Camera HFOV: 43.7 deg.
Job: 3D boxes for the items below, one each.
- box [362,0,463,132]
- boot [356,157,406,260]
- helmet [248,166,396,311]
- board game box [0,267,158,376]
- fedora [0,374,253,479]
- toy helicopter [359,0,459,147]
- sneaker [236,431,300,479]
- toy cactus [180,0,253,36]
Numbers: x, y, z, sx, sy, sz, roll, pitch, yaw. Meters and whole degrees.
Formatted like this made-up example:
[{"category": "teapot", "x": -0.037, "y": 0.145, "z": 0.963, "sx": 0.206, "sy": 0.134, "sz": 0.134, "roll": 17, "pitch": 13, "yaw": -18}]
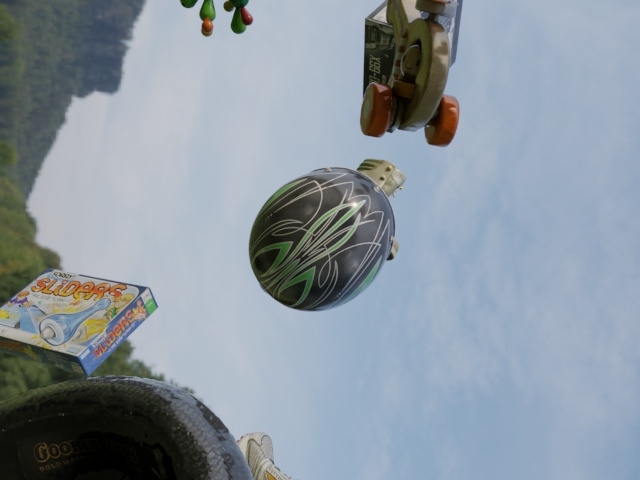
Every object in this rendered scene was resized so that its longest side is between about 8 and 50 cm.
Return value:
[{"category": "box", "x": 0.190, "y": -0.402, "z": 1.621, "sx": 0.076, "sy": 0.307, "sz": 0.243, "roll": 23, "pitch": -40, "yaw": 22}, {"category": "boot", "x": 0.100, "y": -0.063, "z": 1.437, "sx": 0.213, "sy": 0.165, "sz": 0.077, "roll": 32, "pitch": -21, "yaw": 45}, {"category": "helmet", "x": 0.000, "y": 0.000, "z": 0.915, "sx": 0.161, "sy": 0.169, "sz": 0.170, "roll": 142, "pitch": -53, "yaw": -76}, {"category": "board game box", "x": -0.328, "y": 0.100, "z": 1.031, "sx": 0.201, "sy": 0.136, "sz": 0.035, "roll": 7, "pitch": -52, "yaw": 32}, {"category": "fedora", "x": -0.167, "y": 0.242, "z": 0.463, "sx": 0.334, "sy": 0.334, "sz": 0.153, "roll": 54, "pitch": -7, "yaw": 52}, {"category": "toy helicopter", "x": 0.149, "y": -0.331, "z": 1.279, "sx": 0.355, "sy": 0.140, "sz": 0.235, "roll": -94, "pitch": -164, "yaw": -45}, {"category": "sneaker", "x": -0.041, "y": 0.293, "z": 0.864, "sx": 0.225, "sy": 0.092, "sz": 0.088, "roll": -117, "pitch": -178, "yaw": -55}, {"category": "toy cactus", "x": -0.168, "y": -0.450, "z": 1.347, "sx": 0.180, "sy": 0.219, "sz": 0.112, "roll": -30, "pitch": -150, "yaw": 14}]
